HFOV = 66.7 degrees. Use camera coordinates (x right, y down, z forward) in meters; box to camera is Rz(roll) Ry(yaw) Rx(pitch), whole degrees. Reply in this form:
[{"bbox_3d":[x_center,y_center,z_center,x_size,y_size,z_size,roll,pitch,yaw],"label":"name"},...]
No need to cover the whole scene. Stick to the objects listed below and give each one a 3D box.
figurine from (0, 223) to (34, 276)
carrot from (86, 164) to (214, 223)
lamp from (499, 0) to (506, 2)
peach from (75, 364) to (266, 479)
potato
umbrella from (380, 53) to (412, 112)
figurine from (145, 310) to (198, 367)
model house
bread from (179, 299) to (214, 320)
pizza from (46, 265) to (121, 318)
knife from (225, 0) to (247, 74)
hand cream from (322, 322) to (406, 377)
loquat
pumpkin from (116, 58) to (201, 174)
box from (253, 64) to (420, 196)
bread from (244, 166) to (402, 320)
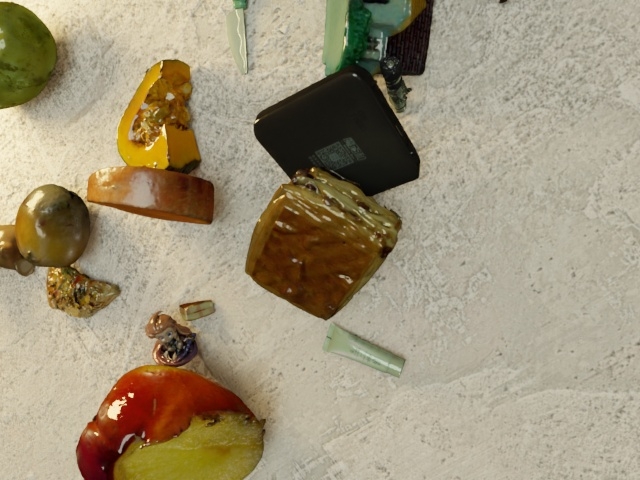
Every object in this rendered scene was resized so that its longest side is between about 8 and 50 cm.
[{"bbox_3d":[-0.965,0.025,1.371,0.247,0.173,0.177,18,102,12],"label":"figurine"},{"bbox_3d":[-0.409,-0.105,1.173,0.307,0.258,0.100,7,81,10],"label":"carrot"},{"bbox_3d":[0.335,-0.654,0.978,0.089,0.090,0.325,-27,90,17],"label":"lamp"},{"bbox_3d":[-0.342,0.481,1.180,0.417,0.353,0.339,26,104,-6],"label":"peach"},{"bbox_3d":[-0.814,-0.461,1.242,0.304,0.216,0.216,-36,88,15],"label":"potato"},{"bbox_3d":[0.162,-0.320,1.021,0.050,0.188,0.046,5,78,17],"label":"umbrella"},{"bbox_3d":[-0.403,0.255,1.287,0.126,0.114,0.157,-28,106,1],"label":"figurine"},{"bbox_3d":[0.149,-0.470,1.008,0.249,0.230,0.280,2,102,-11],"label":"model house"},{"bbox_3d":[-0.342,0.189,1.293,0.109,0.062,0.043,-10,96,19],"label":"bread"},{"bbox_3d":[-0.686,0.155,1.373,0.226,0.069,0.147,24,101,10],"label":"pizza"},{"bbox_3d":[-0.201,-0.535,1.166,0.063,0.034,0.260,7,103,17],"label":"knife"},{"bbox_3d":[0.106,0.276,1.197,0.205,0.050,0.078,21,105,15],"label":"hand cream"},{"bbox_3d":[-0.713,-0.037,1.297,0.179,0.179,0.227,8,98,13],"label":"loquat"},{"bbox_3d":[-0.368,-0.275,1.190,0.190,0.139,0.280,42,109,9],"label":"pumpkin"},{"bbox_3d":[0.038,-0.201,1.042,0.289,0.073,0.290,-19,131,31],"label":"box"},{"bbox_3d":[0.000,0.000,1.094,0.277,0.167,0.324,30,126,0],"label":"bread"}]
